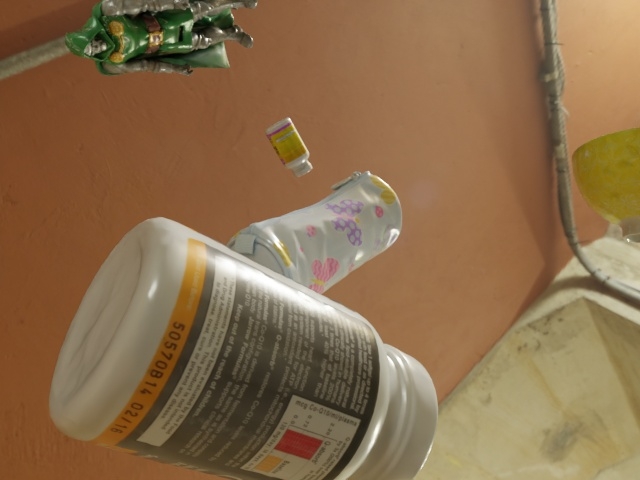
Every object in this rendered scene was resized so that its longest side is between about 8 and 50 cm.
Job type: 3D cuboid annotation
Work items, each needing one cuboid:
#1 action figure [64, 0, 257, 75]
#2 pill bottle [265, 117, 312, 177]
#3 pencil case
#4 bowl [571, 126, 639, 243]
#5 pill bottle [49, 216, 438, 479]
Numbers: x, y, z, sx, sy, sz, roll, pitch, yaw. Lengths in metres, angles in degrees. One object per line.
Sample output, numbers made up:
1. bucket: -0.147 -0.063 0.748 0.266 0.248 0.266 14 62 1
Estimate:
1. action figure: -0.165 -0.226 0.607 0.232 0.063 0.137 -33 -36 -43
2. pill bottle: -0.045 -0.137 0.839 0.043 0.043 0.083 -34 -75 -14
3. pencil case: 0.000 0.000 0.745 0.273 0.113 0.124 -32 -46 -45
4. bowl: 0.595 -0.079 0.988 0.289 0.289 0.156 12 -102 -33
5. pill bottle: -0.047 0.109 0.451 0.278 0.162 0.162 30 -86 -29
